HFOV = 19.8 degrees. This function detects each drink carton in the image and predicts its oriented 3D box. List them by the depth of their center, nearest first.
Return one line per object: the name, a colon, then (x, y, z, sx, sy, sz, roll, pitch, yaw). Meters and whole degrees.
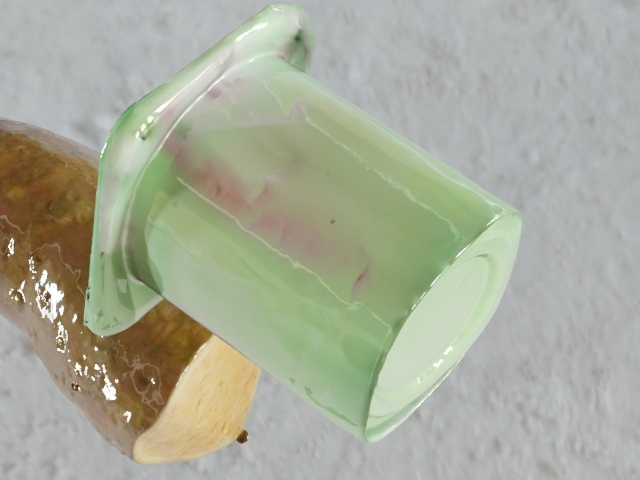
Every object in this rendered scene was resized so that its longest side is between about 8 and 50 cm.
drink carton: (0.000, 0.000, 0.787, 0.142, 0.146, 0.144, 33, 51, 19)

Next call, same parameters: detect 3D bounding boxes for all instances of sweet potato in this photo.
sweet potato: (-0.161, -0.005, 1.115, 0.131, 0.131, 0.336, -39, 61, -14)
